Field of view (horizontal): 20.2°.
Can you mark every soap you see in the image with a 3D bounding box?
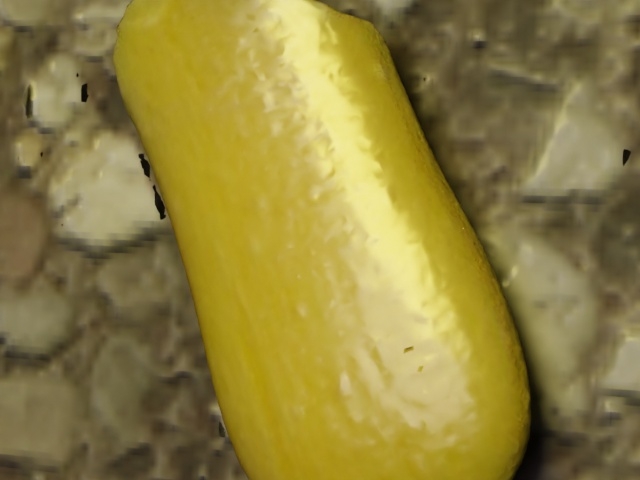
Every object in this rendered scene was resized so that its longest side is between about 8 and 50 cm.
[{"bbox_3d":[0.000,0.000,0.480,0.089,0.033,0.168,-23,77,23],"label":"soap"}]
